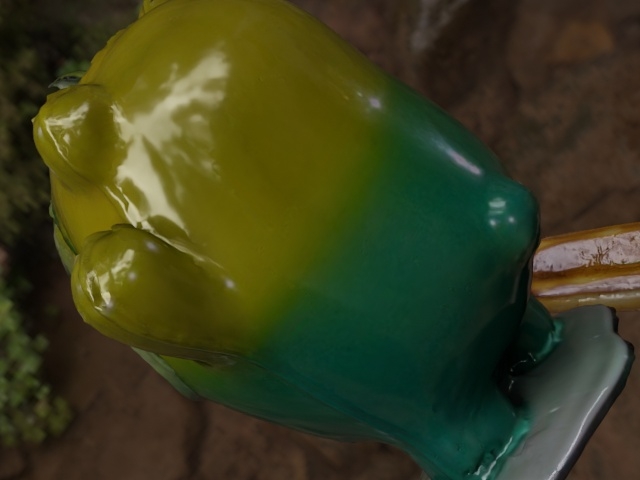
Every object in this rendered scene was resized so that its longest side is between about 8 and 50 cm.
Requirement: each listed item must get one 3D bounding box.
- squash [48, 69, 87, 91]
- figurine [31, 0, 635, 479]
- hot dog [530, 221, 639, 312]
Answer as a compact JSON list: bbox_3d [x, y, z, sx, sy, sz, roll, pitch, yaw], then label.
[{"bbox_3d":[-0.104,-0.068,1.539,0.093,0.169,0.252,-31,26,-34],"label":"squash"},{"bbox_3d":[0.000,0.000,1.055,0.231,0.340,0.323,-40,14,37],"label":"figurine"},{"bbox_3d":[0.340,0.033,2.028,0.250,0.076,0.104,-9,55,22],"label":"hot dog"}]
